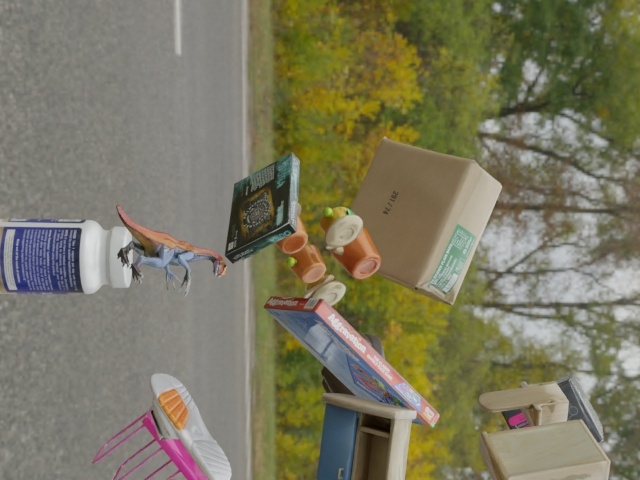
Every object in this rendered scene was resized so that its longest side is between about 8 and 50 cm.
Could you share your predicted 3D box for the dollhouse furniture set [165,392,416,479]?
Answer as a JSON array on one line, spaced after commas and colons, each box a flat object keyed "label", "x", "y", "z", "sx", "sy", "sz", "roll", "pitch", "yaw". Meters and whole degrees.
[{"label": "dollhouse furniture set", "x": -0.005, "y": 0.302, "z": 0.954, "sx": 0.303, "sy": 0.287, "sz": 0.198, "roll": 10, "pitch": 85, "yaw": -44}]

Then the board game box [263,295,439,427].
[{"label": "board game box", "x": 0.047, "y": 0.183, "z": 1.209, "sx": 0.145, "sy": 0.281, "sz": 0.027, "roll": -1, "pitch": -133, "yaw": 57}]

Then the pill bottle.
[{"label": "pill bottle", "x": -0.519, "y": 0.033, "z": 1.608, "sx": 0.153, "sy": 0.265, "sz": 0.153, "roll": -179, "pitch": -90, "yaw": -85}]

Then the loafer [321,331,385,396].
[{"label": "loafer", "x": 0.055, "y": 0.281, "z": 1.489, "sx": 0.366, "sy": 0.130, "sz": 0.133, "roll": -107, "pitch": -139, "yaw": -69}]

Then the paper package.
[{"label": "paper package", "x": 0.231, "y": -0.052, "z": 1.917, "sx": 0.168, "sy": 0.310, "sz": 0.324, "roll": 27, "pitch": 87, "yaw": -44}]

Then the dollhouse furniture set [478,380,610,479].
[{"label": "dollhouse furniture set", "x": 0.358, "y": 0.472, "z": 1.349, "sx": 0.303, "sy": 0.174, "sz": 0.355, "roll": -107, "pitch": -168, "yaw": -61}]

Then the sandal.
[{"label": "sandal", "x": -0.276, "y": 0.380, "z": 1.568, "sx": 0.265, "sy": 0.076, "sz": 0.102, "roll": 53, "pitch": 18, "yaw": 23}]

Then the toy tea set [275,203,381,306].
[{"label": "toy tea set", "x": 0.000, "y": 0.000, "z": 1.671, "sx": 0.124, "sy": 0.200, "sz": 0.336, "roll": 56, "pitch": -1, "yaw": 36}]

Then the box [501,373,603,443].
[{"label": "box", "x": 0.515, "y": 0.394, "z": 1.760, "sx": 0.143, "sy": 0.165, "sz": 0.270, "roll": 64, "pitch": 14, "yaw": 14}]

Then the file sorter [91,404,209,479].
[{"label": "file sorter", "x": -0.381, "y": 0.565, "z": 1.913, "sx": 0.290, "sy": 0.182, "sz": 0.202, "roll": 53, "pitch": -2, "yaw": -3}]

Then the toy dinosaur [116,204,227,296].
[{"label": "toy dinosaur", "x": -0.111, "y": 0.011, "z": 0.624, "sx": 0.047, "sy": 0.082, "sz": 0.090, "roll": 32, "pitch": -51, "yaw": 43}]

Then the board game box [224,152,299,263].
[{"label": "board game box", "x": -0.093, "y": -0.056, "z": 1.306, "sx": 0.026, "sy": 0.126, "sz": 0.186, "roll": 49, "pitch": 27, "yaw": -34}]
